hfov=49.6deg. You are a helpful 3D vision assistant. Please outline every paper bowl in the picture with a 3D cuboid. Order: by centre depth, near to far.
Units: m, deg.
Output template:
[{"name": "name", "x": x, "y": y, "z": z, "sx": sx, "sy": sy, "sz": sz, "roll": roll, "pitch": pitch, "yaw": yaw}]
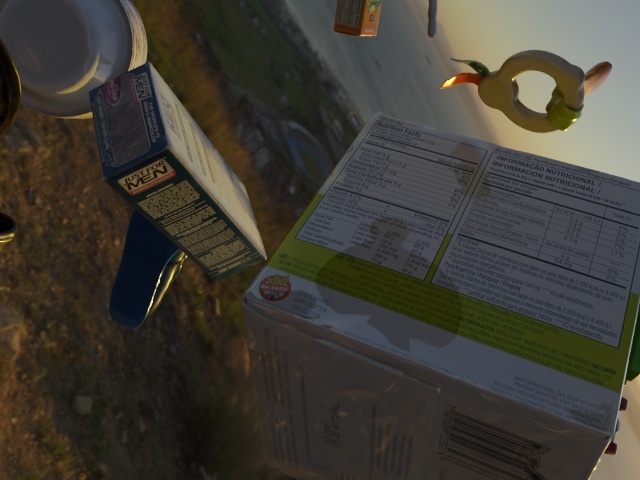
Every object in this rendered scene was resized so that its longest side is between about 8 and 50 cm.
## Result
[{"name": "paper bowl", "x": -0.486, "y": -0.374, "z": 1.309, "sx": 0.284, "sy": 0.284, "sz": 0.148, "roll": 60, "pitch": 8, "yaw": -5}]

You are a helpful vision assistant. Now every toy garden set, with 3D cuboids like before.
[{"name": "toy garden set", "x": 0.375, "y": 0.195, "z": 0.937, "sx": 0.244, "sy": 0.049, "sz": 0.203, "roll": 75, "pitch": 36, "yaw": -64}]

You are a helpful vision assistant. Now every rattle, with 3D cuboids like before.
[{"name": "rattle", "x": 0.296, "y": -0.246, "z": 1.003, "sx": 0.200, "sy": 0.142, "sz": 0.130, "roll": 20, "pitch": -22, "yaw": 34}]

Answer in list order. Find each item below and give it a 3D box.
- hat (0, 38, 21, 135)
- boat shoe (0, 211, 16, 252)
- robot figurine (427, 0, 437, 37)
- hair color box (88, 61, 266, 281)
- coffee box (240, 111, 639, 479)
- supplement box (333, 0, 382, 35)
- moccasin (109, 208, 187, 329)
[{"name": "hat", "x": -0.455, "y": -0.196, "z": 0.644, "sx": 0.331, "sy": 0.331, "sz": 0.134, "roll": 37, "pitch": 36, "yaw": -53}, {"name": "boat shoe", "x": -0.388, "y": -0.022, "z": 0.661, "sx": 0.081, "sy": 0.068, "sz": 0.228, "roll": 43, "pitch": 1, "yaw": 18}, {"name": "robot figurine", "x": 0.085, "y": -0.356, "z": 0.553, "sx": 0.300, "sy": 0.200, "sz": 0.353, "roll": 10, "pitch": 74, "yaw": -82}, {"name": "hair color box", "x": -0.211, "y": -0.090, "z": 1.079, "sx": 0.347, "sy": 0.105, "sz": 0.174, "roll": 57, "pitch": 11, "yaw": -57}, {"name": "coffee box", "x": 0.148, "y": 0.111, "z": 0.800, "sx": 0.337, "sy": 0.338, "sz": 0.334, "roll": 89, "pitch": 25, "yaw": -46}, {"name": "supplement box", "x": 0.091, "y": -0.552, "z": 1.454, "sx": 0.080, "sy": 0.233, "sz": 0.078, "roll": 25, "pitch": 29, "yaw": 29}, {"name": "moccasin", "x": -0.324, "y": 0.006, "z": 1.364, "sx": 0.138, "sy": 0.342, "sz": 0.117, "roll": 32, "pitch": 13, "yaw": 1}]
